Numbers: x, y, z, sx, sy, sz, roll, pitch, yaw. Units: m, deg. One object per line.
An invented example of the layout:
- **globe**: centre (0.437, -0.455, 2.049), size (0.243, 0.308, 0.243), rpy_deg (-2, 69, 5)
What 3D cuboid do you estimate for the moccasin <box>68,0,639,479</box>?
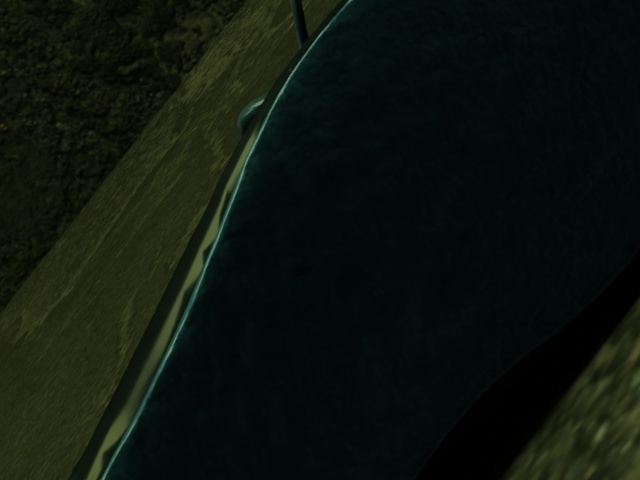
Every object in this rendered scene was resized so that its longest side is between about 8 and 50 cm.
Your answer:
- **moccasin**: centre (0.001, 0.017, 0.613), size (0.342, 0.137, 0.117), rpy_deg (-52, 6, -3)
